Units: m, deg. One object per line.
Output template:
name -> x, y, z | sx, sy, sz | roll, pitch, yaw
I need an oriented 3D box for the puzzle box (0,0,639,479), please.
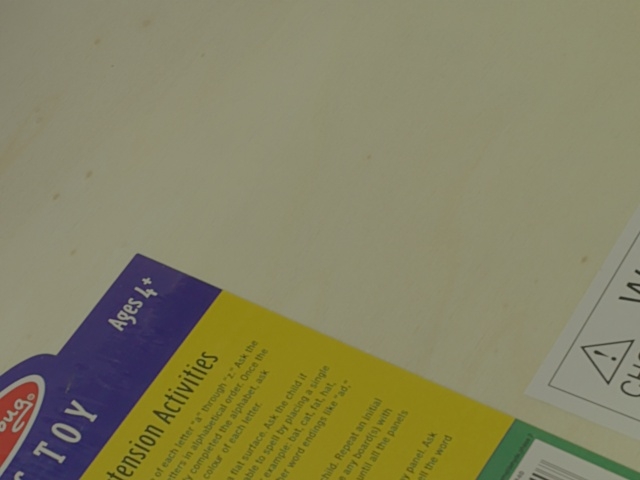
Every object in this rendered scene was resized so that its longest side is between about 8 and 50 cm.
puzzle box -> 0.000, 0.000, 0.541 | 0.272, 0.052, 0.409 | 23, 63, 28
